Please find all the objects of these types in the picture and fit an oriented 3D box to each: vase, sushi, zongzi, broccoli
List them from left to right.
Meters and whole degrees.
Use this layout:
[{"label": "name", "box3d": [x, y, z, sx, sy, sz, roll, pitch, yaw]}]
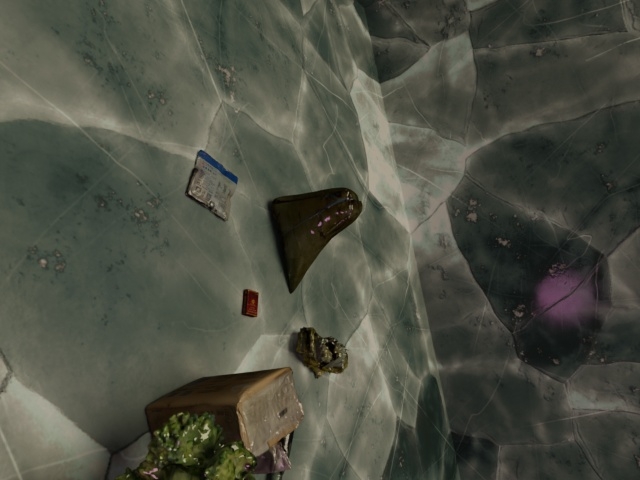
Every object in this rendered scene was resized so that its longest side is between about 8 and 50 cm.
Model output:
[{"label": "broccoli", "box3d": [-0.271, 0.499, 0.778, 0.338, 0.317, 0.277, -18, 64, -48]}, {"label": "vase", "box3d": [-0.121, 0.653, 1.347, 0.060, 0.060, 0.211, 45, 42, -41]}, {"label": "zongzi", "box3d": [0.000, 0.000, 1.552, 0.160, 0.323, 0.360, 7, 77, -66]}, {"label": "sushi", "box3d": [0.012, 0.421, 1.590, 0.291, 0.131, 0.139, 50, 38, -49]}]

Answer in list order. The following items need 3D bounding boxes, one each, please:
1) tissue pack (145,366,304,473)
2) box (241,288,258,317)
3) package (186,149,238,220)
[{"label": "tissue pack", "box3d": [-0.216, 0.446, 1.033, 0.238, 0.305, 0.238, 33, 49, -48]}, {"label": "box", "box3d": [-0.224, 0.201, 1.387, 0.051, 0.023, 0.082, 31, 53, -51]}, {"label": "package", "box3d": [-0.331, -0.171, 1.353, 0.171, 0.027, 0.173, 37, 48, -42]}]
